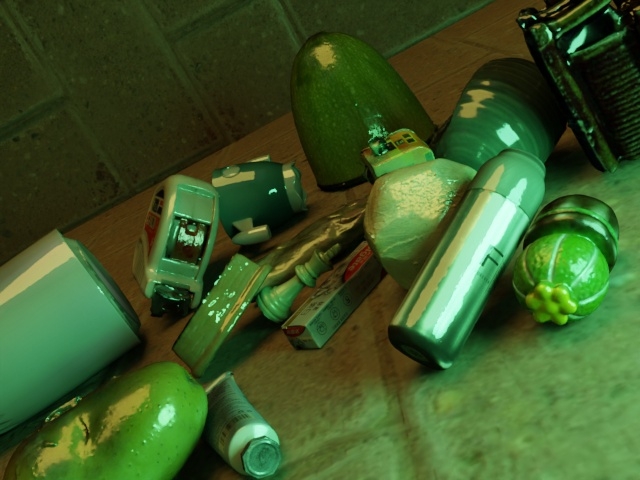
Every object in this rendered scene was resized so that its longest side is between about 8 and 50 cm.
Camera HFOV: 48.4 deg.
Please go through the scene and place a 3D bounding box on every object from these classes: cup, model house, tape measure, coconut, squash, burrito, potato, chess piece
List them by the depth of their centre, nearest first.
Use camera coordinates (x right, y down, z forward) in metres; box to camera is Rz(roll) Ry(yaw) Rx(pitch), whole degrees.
[{"bbox_3d":[-0.235,0.233,0.777,0.248,0.143,0.169,-40,27,-12],"label":"potato"},{"bbox_3d":[0.130,-0.017,0.894,0.162,0.161,0.161,-22,18,30],"label":"coconut"},{"bbox_3d":[0.439,-0.266,0.912,0.282,0.317,0.297,-25,30,27],"label":"model house"},{"bbox_3d":[-0.026,0.054,1.037,0.149,0.059,0.059,-43,13,16],"label":"chess piece"},{"bbox_3d":[0.002,0.002,1.194,0.309,0.066,0.096,-35,20,-9],"label":"burrito"},{"bbox_3d":[-0.516,0.173,1.231,0.371,0.253,0.253,-37,19,-16],"label":"cup"},{"bbox_3d":[-0.283,0.005,1.410,0.258,0.130,0.265,19,91,70],"label":"tape measure"},{"bbox_3d":[-0.122,-0.094,1.519,0.173,0.168,0.300,-14,38,7],"label":"cup"},{"bbox_3d":[0.065,-0.316,1.584,0.310,0.309,0.310,-25,18,9],"label":"squash"}]

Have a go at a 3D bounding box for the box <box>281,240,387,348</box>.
[{"bbox_3d":[0.033,0.069,0.998,0.055,0.040,0.218,-12,25,47],"label":"box"}]

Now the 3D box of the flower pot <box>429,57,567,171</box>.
[{"bbox_3d":[0.263,-0.162,1.044,0.243,0.157,0.189,-51,-8,-36],"label":"flower pot"}]

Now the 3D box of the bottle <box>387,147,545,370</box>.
[{"bbox_3d":[0.164,0.019,0.764,0.079,0.096,0.254,17,68,41],"label":"bottle"}]

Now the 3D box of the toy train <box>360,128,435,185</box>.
[{"bbox_3d":[0.123,-0.068,1.001,0.099,0.188,0.072,-23,32,2],"label":"toy train"}]

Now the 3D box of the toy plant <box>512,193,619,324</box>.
[{"bbox_3d":[0.244,0.021,0.712,0.092,0.093,0.162,-15,22,39],"label":"toy plant"}]

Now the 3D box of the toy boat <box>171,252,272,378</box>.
[{"bbox_3d":[-0.151,0.110,1.047,0.188,0.061,0.116,-59,5,-28],"label":"toy boat"}]

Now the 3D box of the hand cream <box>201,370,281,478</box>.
[{"bbox_3d":[-0.104,0.205,0.814,0.088,0.055,0.256,-46,19,-14],"label":"hand cream"}]
